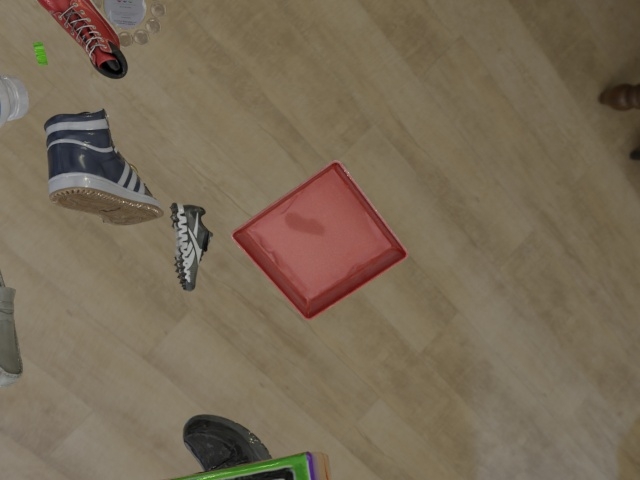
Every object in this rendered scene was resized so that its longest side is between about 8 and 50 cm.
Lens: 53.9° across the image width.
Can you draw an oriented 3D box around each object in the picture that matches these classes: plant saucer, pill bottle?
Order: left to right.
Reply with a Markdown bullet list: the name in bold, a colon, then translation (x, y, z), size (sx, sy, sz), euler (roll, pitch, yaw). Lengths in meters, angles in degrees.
- **pill bottle**: translation (-0.678, -0.263, 1.197), size (0.124, 0.221, 0.124), euler (8, 110, 23)
- **plant saucer**: translation (0.000, 0.000, 1.245), size (0.258, 0.048, 0.259), euler (-34, 115, 12)

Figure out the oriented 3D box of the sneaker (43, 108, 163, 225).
- **sneaker**: translation (-0.351, -0.118, 1.042), size (0.099, 0.282, 0.153), euler (-15, 79, 9)

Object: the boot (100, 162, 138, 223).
- **boot**: translation (-0.581, -0.104, 1.663), size (0.213, 0.165, 0.077), euler (-22, 138, 6)

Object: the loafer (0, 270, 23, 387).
- **loafer**: translation (-0.650, 0.129, 1.226), size (0.111, 0.112, 0.320), euler (-31, 77, 6)

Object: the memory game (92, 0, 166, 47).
- **memory game**: translation (-0.446, -0.536, 1.443), size (0.186, 0.012, 0.186), euler (0, 110, -1)

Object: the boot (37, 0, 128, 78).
- **boot**: translation (-0.481, -0.435, 1.253), size (0.088, 0.176, 0.244), euler (-36, 140, 8)

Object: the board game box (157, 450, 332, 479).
- **board game box**: translation (-0.140, 0.371, 0.462), size (0.356, 0.356, 0.357), euler (-10, 71, -1)

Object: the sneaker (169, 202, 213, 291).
- **sneaker**: translation (-0.328, 0.014, 1.646), size (0.106, 0.078, 0.235), euler (-6, 91, -28)

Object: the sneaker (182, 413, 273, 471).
- **sneaker**: translation (-0.142, 0.468, 1.168), size (0.341, 0.139, 0.125), euler (43, 127, 6)

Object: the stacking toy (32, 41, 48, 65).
- **stacking toy**: translation (-0.571, -0.375, 1.055), size (0.166, 0.052, 0.221), euler (-18, 139, -17)
